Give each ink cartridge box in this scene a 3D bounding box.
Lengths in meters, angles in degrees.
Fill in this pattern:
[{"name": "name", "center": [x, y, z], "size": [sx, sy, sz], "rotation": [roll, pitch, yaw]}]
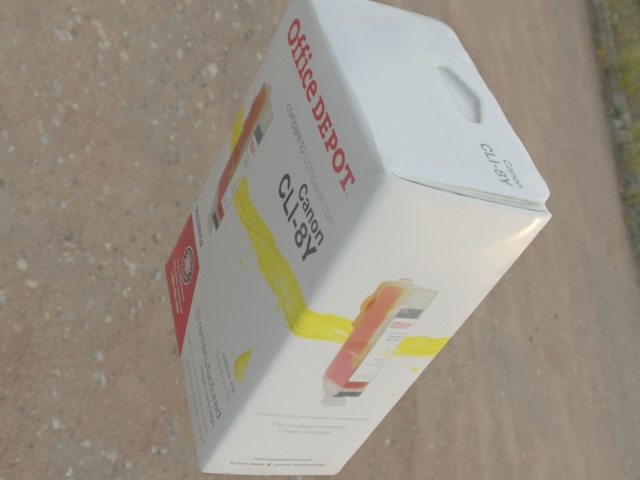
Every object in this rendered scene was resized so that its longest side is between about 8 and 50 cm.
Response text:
[{"name": "ink cartridge box", "center": [0.000, 0.000, 0.788], "size": [0.160, 0.385, 0.279], "rotation": [10, 41, -28]}]
